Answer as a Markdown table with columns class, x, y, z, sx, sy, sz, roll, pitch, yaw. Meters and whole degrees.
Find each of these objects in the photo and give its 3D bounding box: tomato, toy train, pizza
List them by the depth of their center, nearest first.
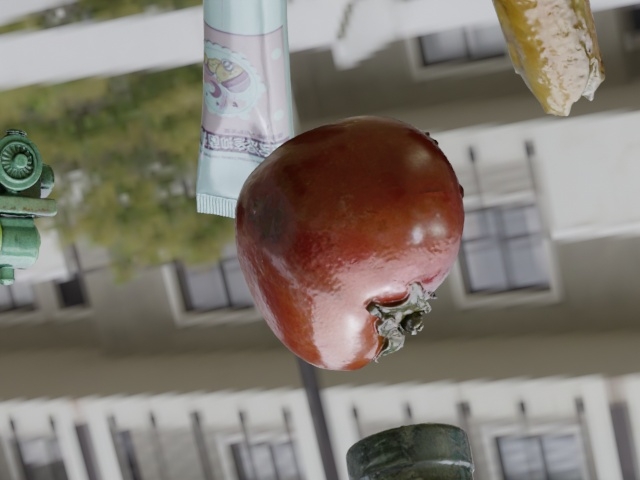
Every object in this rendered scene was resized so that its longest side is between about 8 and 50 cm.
| class | x | y | z | sx | sy | sz | roll | pitch | yaw |
| --- | --- | --- | --- | --- | --- | --- | --- | --- | --- |
| tomato | 0.000 | 0.000 | 1.062 | 0.091 | 0.159 | 0.139 | 6 | -136 | -37 |
| pizza | 0.133 | -0.233 | 1.209 | 0.071 | 0.189 | 0.297 | -10 | -134 | 14 |
| toy train | -0.307 | -0.026 | 1.483 | 0.200 | 0.132 | 0.083 | 3 | 172 | -35 |

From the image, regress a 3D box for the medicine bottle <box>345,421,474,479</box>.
| class | x | y | z | sx | sy | sz | roll | pitch | yaw |
| --- | --- | --- | --- | --- | --- | --- | --- | --- | --- |
| medicine bottle | 0.091 | 0.293 | 1.417 | 0.141 | 0.293 | 0.141 | -8 | 158 | -3 |

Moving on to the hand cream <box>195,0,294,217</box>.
| class | x | y | z | sx | sy | sz | roll | pitch | yaw |
| --- | --- | --- | --- | --- | --- | --- | --- | --- | --- |
| hand cream | -0.053 | -0.148 | 1.316 | 0.085 | 0.331 | 0.058 | 8 | -140 | 10 |
